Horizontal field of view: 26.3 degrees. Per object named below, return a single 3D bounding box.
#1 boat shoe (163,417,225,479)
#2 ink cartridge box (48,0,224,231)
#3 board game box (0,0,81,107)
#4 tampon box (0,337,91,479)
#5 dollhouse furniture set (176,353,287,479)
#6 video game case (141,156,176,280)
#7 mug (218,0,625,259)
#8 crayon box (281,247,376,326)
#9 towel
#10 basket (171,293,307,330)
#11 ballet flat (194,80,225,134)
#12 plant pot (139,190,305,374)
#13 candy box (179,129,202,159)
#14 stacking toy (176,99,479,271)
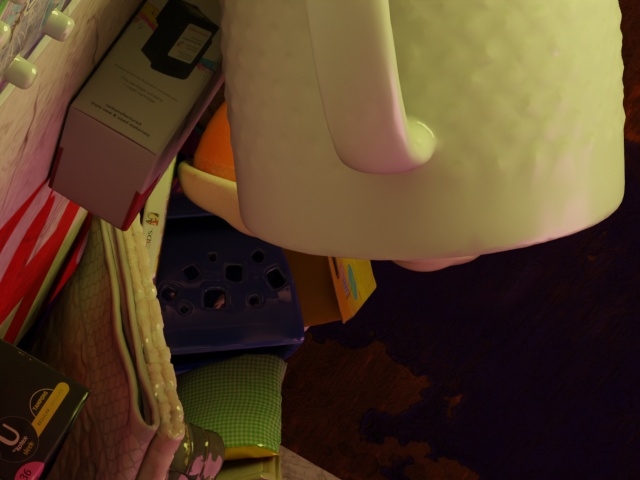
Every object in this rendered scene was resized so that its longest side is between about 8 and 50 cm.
[{"bbox_3d":[-0.206,0.322,1.485,0.355,0.130,0.132,-56,-144,38],"label":"boat shoe"},{"bbox_3d":[-0.124,-0.114,1.035,0.175,0.072,0.127,-62,-177,-32],"label":"ink cartridge box"},{"bbox_3d":[-0.070,-0.181,0.553,0.390,0.050,0.390,-62,-176,-33],"label":"board game box"},{"bbox_3d":[-0.300,0.193,1.276,0.120,0.101,0.161,-62,-176,-38],"label":"tampon box"},{"bbox_3d":[-0.204,0.213,1.617,0.301,0.151,0.197,-18,-135,15],"label":"dollhouse furniture set"},{"bbox_3d":[-0.180,-0.051,1.536,0.227,0.026,0.206,141,-42,-81],"label":"video game case"},{"bbox_3d":[0.054,-0.169,0.892,0.374,0.276,0.328,-52,140,-68],"label":"mug"},{"bbox_3d":[0.000,0.000,1.874,0.318,0.081,0.202,-31,109,-80],"label":"crayon box"},{"bbox_3d":[-0.240,0.170,1.403,0.317,0.053,0.332,-60,-147,34],"label":"towel"},{"bbox_3d":[-0.132,0.044,2.210,0.331,0.266,0.328,-41,-174,9],"label":"basket"},{"bbox_3d":[-0.057,-0.158,1.724,0.106,0.107,0.316,-37,164,17],"label":"ballet flat"},{"bbox_3d":[-0.158,0.054,1.763,0.236,0.236,0.212,128,-45,-75],"label":"plant pot"},{"bbox_3d":[-0.147,-0.190,2.152,0.159,0.071,0.233,-59,-176,2],"label":"candy box"},{"bbox_3d":[0.056,-0.230,1.475,0.350,0.350,0.480,-86,-172,-83],"label":"stacking toy"}]
